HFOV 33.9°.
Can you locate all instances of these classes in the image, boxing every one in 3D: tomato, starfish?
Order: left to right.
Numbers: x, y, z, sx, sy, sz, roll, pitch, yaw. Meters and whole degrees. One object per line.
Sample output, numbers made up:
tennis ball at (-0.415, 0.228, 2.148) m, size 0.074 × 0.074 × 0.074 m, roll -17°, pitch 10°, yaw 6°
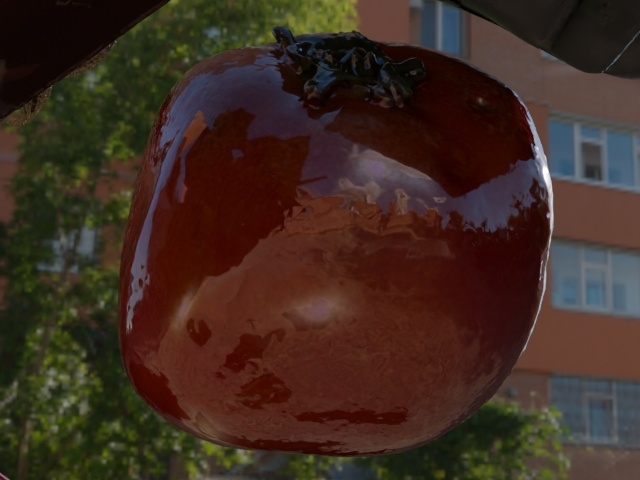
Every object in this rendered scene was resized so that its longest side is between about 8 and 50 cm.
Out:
starfish at (-0.371, -0.213, 1.308) m, size 0.227 × 0.043 × 0.240 m, roll -6°, pitch -27°, yaw -26°
tomato at (0.000, 0.000, 0.757) m, size 0.293 × 0.290 × 0.325 m, roll -1°, pitch 30°, yaw -18°

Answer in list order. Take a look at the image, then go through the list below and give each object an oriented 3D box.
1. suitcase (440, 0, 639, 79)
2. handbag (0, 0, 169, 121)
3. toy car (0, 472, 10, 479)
suitcase at (0.171, -0.255, 0.713) m, size 0.339 × 0.188 × 0.345 m, roll 25°, pitch -3°, yaw 5°
handbag at (-0.187, -0.082, 0.415) m, size 0.275 × 0.084 × 0.260 m, roll -31°, pitch -2°, yaw 21°
toy car at (-0.404, 0.381, 0.997) m, size 0.271 × 0.341 × 0.240 m, roll 43°, pitch -4°, yaw -23°
